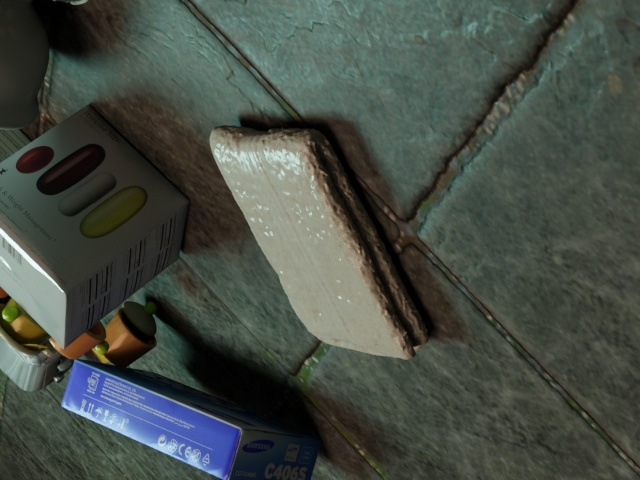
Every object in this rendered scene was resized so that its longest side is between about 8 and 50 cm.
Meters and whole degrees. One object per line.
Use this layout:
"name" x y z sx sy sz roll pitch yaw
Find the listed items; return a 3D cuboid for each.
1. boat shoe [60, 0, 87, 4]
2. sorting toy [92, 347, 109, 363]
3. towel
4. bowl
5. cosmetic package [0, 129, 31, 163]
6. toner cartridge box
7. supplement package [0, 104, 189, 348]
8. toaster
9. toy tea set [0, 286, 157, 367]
"boat shoe" -0.305 -0.313 1.517 0.302 0.091 0.114 13 136 51
"sorting toy" -0.420 0.044 2.233 0.348 0.047 0.196 57 157 -17
"towel" 0.000 0.000 1.504 0.187 0.049 0.282 7 130 53
"bowl" -0.423 -0.271 1.646 0.298 0.298 0.134 43 109 14
"cosmetic package" -0.513 -0.020 1.989 0.160 0.309 0.113 45 153 11
"toner cartridge box" -0.182 0.249 1.960 0.348 0.075 0.165 15 180 40
"supplement package" -0.306 -0.019 1.777 0.194 0.203 0.149 42 150 14
"toaster" -0.498 0.136 2.388 0.227 0.129 0.146 51 151 6
"toy tea set" -0.335 0.065 1.949 0.200 0.124 0.336 52 -167 25
